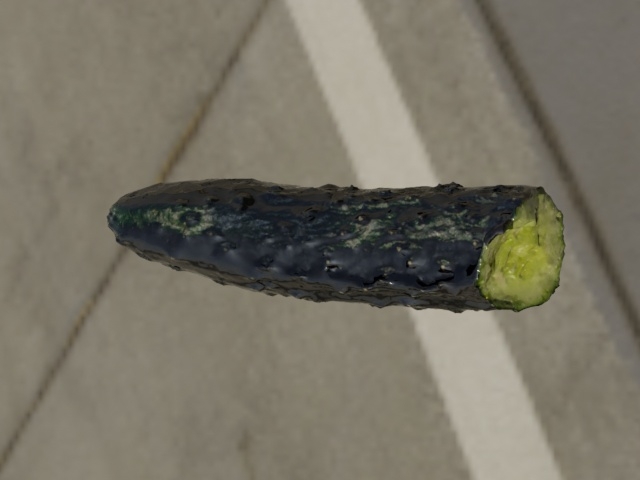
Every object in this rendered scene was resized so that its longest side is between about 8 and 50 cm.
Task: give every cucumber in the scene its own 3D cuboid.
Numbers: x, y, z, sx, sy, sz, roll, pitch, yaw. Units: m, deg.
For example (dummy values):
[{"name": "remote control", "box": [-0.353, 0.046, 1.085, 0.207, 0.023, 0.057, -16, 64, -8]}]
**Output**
[{"name": "cucumber", "box": [0.000, 0.000, 1.127, 0.303, 0.081, 0.072, 3, 56, 36]}]
